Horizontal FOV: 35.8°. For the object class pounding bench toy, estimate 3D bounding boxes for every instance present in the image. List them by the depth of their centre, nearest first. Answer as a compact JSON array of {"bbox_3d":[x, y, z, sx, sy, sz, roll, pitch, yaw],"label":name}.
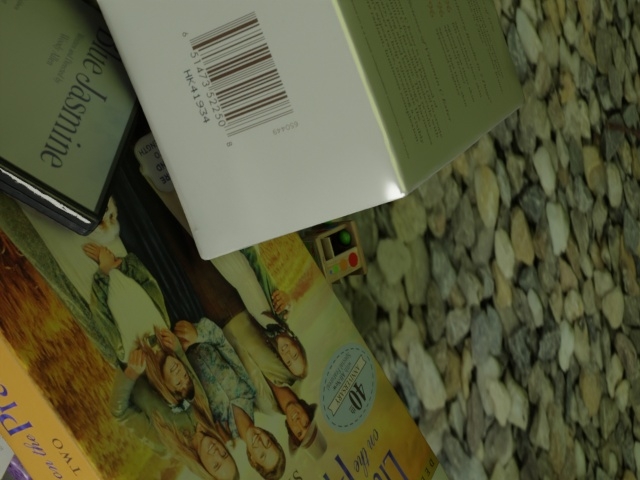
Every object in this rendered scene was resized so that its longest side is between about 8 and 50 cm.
[{"bbox_3d":[0.000,0.000,0.917,0.065,0.052,0.083,-26,105,-45],"label":"pounding bench toy"}]

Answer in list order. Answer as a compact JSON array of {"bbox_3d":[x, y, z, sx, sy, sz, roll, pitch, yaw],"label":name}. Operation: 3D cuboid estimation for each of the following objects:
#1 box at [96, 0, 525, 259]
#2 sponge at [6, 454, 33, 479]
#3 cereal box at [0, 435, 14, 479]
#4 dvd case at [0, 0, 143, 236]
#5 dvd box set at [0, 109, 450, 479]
[{"bbox_3d":[0.015,-0.152,0.783,0.345,0.168,0.215,-36,106,-60],"label":"box"},{"bbox_3d":[-0.125,0.196,0.731,0.210,0.031,0.117,51,55,-7],"label":"sponge"},{"bbox_3d":[-0.264,0.086,0.631,0.173,0.047,0.240,43,58,-35],"label":"cereal box"},{"bbox_3d":[-0.226,-0.130,0.619,0.253,0.022,0.180,33,40,-24],"label":"dvd case"},{"bbox_3d":[-0.074,0.109,0.719,0.420,0.062,0.307,59,35,-10],"label":"dvd box set"}]
